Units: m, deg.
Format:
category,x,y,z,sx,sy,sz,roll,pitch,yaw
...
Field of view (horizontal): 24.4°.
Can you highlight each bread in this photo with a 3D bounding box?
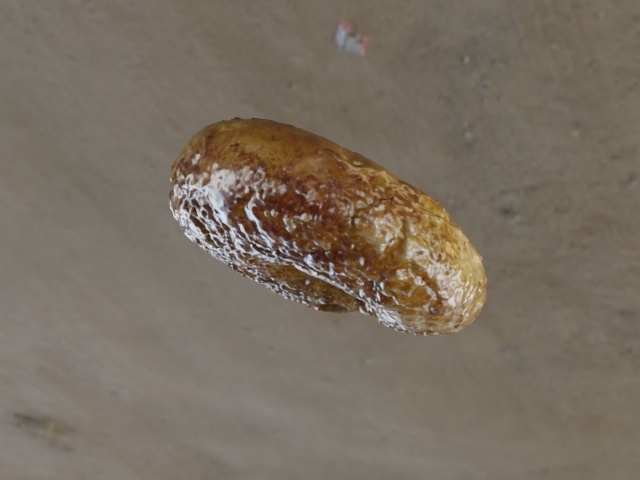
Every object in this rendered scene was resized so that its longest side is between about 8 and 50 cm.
category,x,y,z,sx,sy,sz,roll,pitch,yaw
bread,0.000,0.000,0.787,0.193,0.064,0.193,26,165,7
